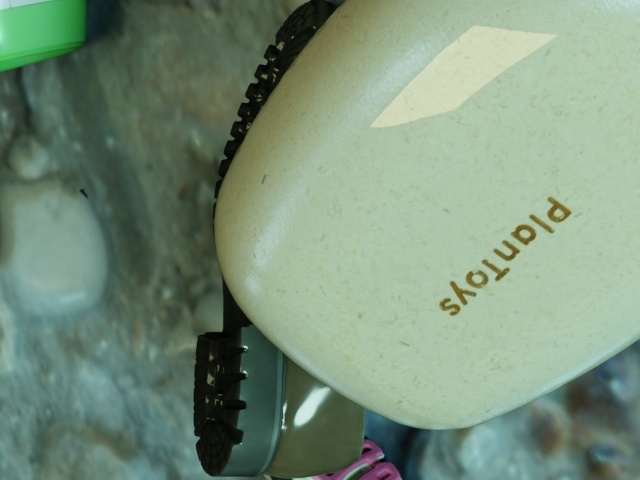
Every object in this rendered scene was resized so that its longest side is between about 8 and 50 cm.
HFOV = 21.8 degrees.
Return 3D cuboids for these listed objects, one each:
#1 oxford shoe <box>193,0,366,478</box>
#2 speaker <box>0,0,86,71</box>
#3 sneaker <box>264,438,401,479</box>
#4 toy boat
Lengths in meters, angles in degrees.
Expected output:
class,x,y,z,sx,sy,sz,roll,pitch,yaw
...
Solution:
class,x,y,z,sx,sy,sz,roll,pitch,yaw
oxford shoe,0.000,0.000,0.793,0.083,0.096,0.227,-172,89,-69
speaker,-0.209,-0.232,0.856,0.131,0.131,0.296,-9,97,39
sneaker,0.019,0.155,0.825,0.170,0.063,0.075,42,118,16
toy boat,0.034,-0.082,0.662,0.318,0.148,0.267,41,119,-19
